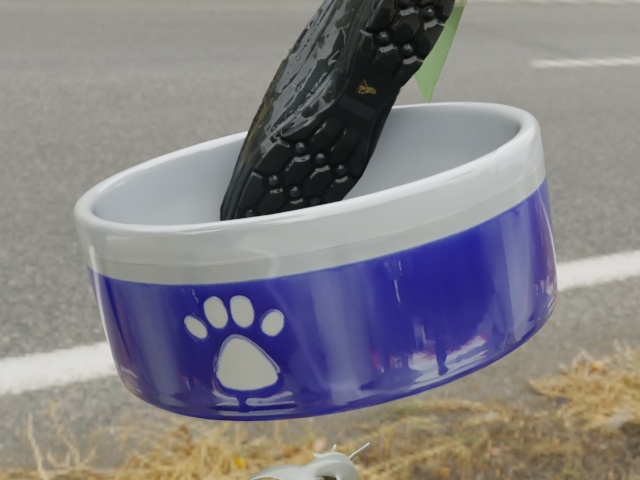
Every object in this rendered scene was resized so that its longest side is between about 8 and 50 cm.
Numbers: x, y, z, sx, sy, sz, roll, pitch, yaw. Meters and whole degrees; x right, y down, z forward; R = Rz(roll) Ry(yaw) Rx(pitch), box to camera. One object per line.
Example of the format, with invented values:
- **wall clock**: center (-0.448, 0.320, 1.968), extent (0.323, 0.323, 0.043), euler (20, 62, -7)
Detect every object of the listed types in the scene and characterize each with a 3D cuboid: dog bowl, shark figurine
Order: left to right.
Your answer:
- **dog bowl**: center (0.000, 0.000, 0.634), extent (0.265, 0.104, 0.265), euler (-11, 15, 3)
- **shark figurine**: center (0.018, 0.293, 1.225), extent (0.166, 0.278, 0.116), euler (-31, 70, -14)

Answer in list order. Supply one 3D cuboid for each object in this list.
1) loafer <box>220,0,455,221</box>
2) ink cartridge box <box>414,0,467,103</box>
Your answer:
- **loafer**: center (0.005, -0.093, 0.710), extent (0.076, 0.223, 0.078), euler (26, 16, -30)
- **ink cartridge box**: center (0.069, -0.244, 0.874), extent (0.056, 0.235, 0.171), euler (-7, 57, -20)
